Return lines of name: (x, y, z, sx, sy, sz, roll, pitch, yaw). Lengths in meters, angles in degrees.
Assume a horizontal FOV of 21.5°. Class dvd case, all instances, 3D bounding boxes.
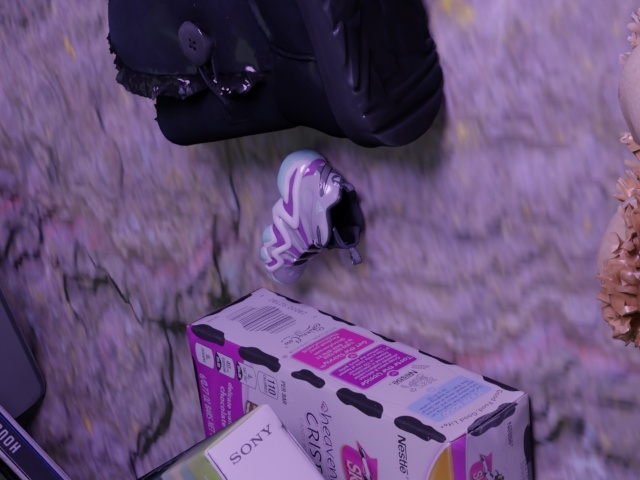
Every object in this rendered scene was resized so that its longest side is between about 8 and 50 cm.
dvd case: (-0.262, 0.163, 1.377, 0.238, 0.029, 0.179, 43, 163, 20)

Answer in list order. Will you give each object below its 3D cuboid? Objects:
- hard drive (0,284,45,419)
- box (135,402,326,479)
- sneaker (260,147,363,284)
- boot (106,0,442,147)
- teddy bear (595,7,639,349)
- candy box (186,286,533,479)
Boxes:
hard drive: (-0.365, -0.030, 1.382, 0.353, 0.047, 0.233, 44, 161, 26)
box: (-0.039, 0.241, 1.090, 0.232, 0.058, 0.322, 52, 149, 0)
sneaker: (0.000, 0.000, 1.017, 0.069, 0.038, 0.098, 38, 137, 32)
boot: (-0.051, -0.163, 0.933, 0.207, 0.094, 0.247, 6, 122, 45)
teddy bear: (0.240, 0.022, 0.699, 0.338, 0.113, 0.245, 18, 117, 54)
candy box: (0.024, 0.139, 1.044, 0.233, 0.071, 0.159, 19, 125, 44)
